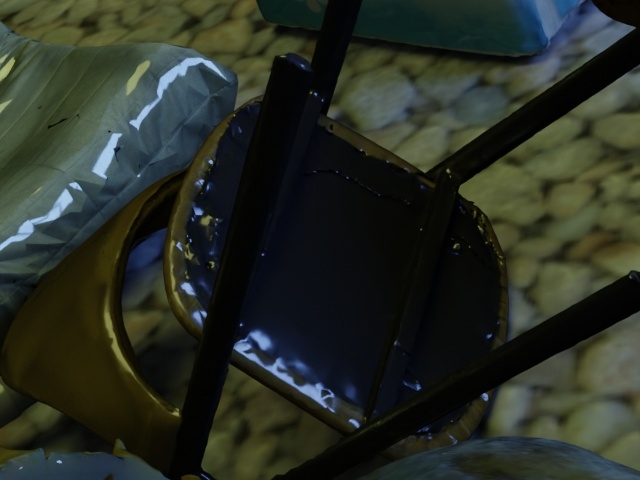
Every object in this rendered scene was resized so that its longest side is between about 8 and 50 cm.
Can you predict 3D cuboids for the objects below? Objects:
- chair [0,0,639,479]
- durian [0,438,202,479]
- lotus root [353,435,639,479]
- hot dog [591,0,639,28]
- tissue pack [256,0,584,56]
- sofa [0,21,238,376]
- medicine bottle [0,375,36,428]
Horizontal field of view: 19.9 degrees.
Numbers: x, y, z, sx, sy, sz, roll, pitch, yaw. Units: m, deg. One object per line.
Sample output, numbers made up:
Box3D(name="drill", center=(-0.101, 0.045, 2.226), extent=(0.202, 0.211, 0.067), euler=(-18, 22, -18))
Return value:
Box3D(name="chair", center=(0.000, 0.000, 0.690), extent=(0.247, 0.172, 0.159), euler=(-54, 11, 41))
Box3D(name="durian", center=(-0.076, 0.164, 0.476), extent=(0.185, 0.196, 0.305), euler=(-10, 38, 31))
Box3D(name="lotus root", center=(0.008, 0.157, 0.348), extent=(0.175, 0.175, 0.349), euler=(-4, 24, 26))
Box3D(name="hot dog", center=(0.151, -0.076, 0.605), extent=(0.060, 0.090, 0.140), euler=(-2, 37, -36))
Box3D(name="tissue pack", center=(0.020, -0.231, 0.882), extent=(0.201, 0.271, 0.124), euler=(9, 48, 39))
Box3D(name="sofa", center=(-0.192, -0.057, 0.856), extent=(0.225, 0.176, 0.210), euler=(12, 48, 42))
Box3D(name="medicine bottle", center=(-0.193, 0.102, 0.745), extent=(0.199, 0.058, 0.057), euler=(-30, 34, -11))
